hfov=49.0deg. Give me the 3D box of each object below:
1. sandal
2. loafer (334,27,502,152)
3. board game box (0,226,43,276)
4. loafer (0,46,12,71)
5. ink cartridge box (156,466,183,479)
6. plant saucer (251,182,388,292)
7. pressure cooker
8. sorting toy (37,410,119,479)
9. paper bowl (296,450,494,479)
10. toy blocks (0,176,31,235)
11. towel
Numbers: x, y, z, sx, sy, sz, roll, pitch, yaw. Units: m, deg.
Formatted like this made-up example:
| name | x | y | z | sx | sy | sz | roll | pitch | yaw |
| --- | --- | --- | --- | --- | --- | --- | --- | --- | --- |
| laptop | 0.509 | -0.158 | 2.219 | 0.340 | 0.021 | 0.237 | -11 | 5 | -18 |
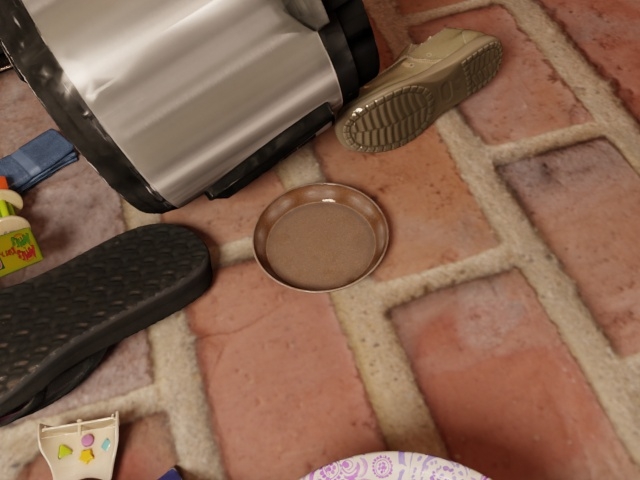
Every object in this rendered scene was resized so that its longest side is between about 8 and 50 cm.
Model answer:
| name | x | y | z | sx | sy | sz | roll | pitch | yaw |
| --- | --- | --- | --- | --- | --- | --- | --- | --- | --- |
| sandal | -0.312 | 0.123 | 0.767 | 0.446 | 0.107 | 0.167 | -26 | 46 | -30 |
| loafer | 0.127 | -0.213 | 0.978 | 0.268 | 0.102 | 0.092 | -29 | 47 | -13 |
| board game box | -0.420 | 0.042 | 0.797 | 0.181 | 0.043 | 0.092 | -20 | 7 | 16 |
| loafer | -0.589 | -0.280 | 1.058 | 0.366 | 0.134 | 0.130 | -31 | 57 | -17 |
| ink cartridge box | -0.231 | 0.300 | 0.520 | 0.330 | 0.071 | 0.324 | -35 | 14 | -19 |
| plant saucer | 0.000 | 0.000 | 0.871 | 0.168 | 0.029 | 0.168 | -2 | 53 | 3 |
| pressure cooker | -0.123 | -0.275 | 0.830 | 0.420 | 0.375 | 0.370 | -33 | 70 | -1 |
| sorting toy | -0.243 | 0.222 | 0.721 | 0.083 | 0.045 | 0.075 | -9 | 61 | -3 |
| paper bowl | 0.062 | 0.326 | 0.551 | 0.284 | 0.148 | 0.284 | -2 | 53 | 2 |
| toy blocks | -0.449 | -0.040 | 0.911 | 0.123 | 0.054 | 0.148 | -34 | 57 | -3 |
| towel | -0.405 | -0.106 | 0.981 | 0.119 | 0.029 | 0.067 | -40 | 62 | -21 |
